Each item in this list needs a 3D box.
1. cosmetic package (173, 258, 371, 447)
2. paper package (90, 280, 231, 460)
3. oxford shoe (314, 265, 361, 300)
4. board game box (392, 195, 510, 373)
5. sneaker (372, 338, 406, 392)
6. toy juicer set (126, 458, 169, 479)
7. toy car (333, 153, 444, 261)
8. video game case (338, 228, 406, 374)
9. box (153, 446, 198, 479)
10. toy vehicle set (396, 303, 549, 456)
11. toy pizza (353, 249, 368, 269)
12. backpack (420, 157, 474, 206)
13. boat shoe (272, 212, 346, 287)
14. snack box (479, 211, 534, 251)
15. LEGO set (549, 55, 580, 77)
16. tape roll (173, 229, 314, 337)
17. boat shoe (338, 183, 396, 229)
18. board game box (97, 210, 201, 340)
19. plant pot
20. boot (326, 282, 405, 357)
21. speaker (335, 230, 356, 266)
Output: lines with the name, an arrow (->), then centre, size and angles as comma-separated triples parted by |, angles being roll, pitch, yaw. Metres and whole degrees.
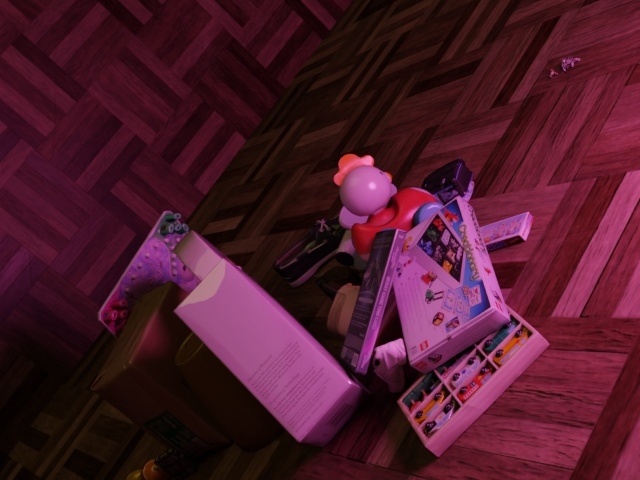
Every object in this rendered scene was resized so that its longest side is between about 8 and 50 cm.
cosmetic package -> -0.091, 0.220, 1.719 | 0.155, 0.365, 0.197 | -48, -23, -1
paper package -> -0.344, 0.319, 2.132 | 0.168, 0.325, 0.309 | -32, 25, 34
oxford shoe -> 0.056, 0.104, 2.087 | 0.096, 0.083, 0.227 | -44, 21, -3
board game box -> 0.227, 0.077, 1.635 | 0.193, 0.053, 0.305 | -37, 36, 25
sneaker -> 0.127, 0.235, 1.633 | 0.061, 0.152, 0.053 | -8, 48, -3
toy juicer set -> -0.500, 0.656, 2.167 | 0.329, 0.089, 0.209 | -42, 21, 16
toy car -> 0.132, -0.095, 1.924 | 0.210, 0.238, 0.219 | -32, 11, -8
video game case -> 0.098, 0.113, 1.689 | 0.196, 0.026, 0.274 | 170, 118, -82
box -> -0.344, 0.534, 2.087 | 0.067, 0.083, 0.018 | -37, 24, 28
toy vehicle set -> 0.258, 0.232, 1.517 | 0.267, 0.035, 0.166 | -46, 20, 3
toy pizza -> 0.161, -0.003, 2.141 | 0.201, 0.032, 0.201 | -41, 21, 20
backpack -> 0.292, -0.118, 2.014 | 0.114, 0.084, 0.105 | -24, 29, 36
boat shoe -> 0.000, 0.000, 2.366 | 0.302, 0.091, 0.114 | -45, 21, 6
snack box -> 0.352, -0.008, 1.786 | 0.178, 0.022, 0.064 | -21, 32, 50
LEGO set -> 0.577, -0.418, 2.084 | 0.083, 0.023, 0.054 | -35, 24, 29
tape roll -> -0.178, 0.127, 2.065 | 0.072, 0.392, 0.392 | -48, 20, -3
boat shoe -> 0.116, -0.074, 2.239 | 0.228, 0.080, 0.076 | -44, -19, -46
board game box -> -0.382, 0.182, 2.393 | 0.050, 0.390, 0.390 | -7, 43, 36
plant pot -> -0.195, 0.306, 1.968 | 0.237, 0.254, 0.237 | -41, 22, 20
boot -> 0.138, 0.114, 1.845 | 0.262, 0.095, 0.203 | -57, 34, -8
speaker -> 0.082, 0.002, 2.254 | 0.055, 0.055, 0.136 | -27, 29, 43
